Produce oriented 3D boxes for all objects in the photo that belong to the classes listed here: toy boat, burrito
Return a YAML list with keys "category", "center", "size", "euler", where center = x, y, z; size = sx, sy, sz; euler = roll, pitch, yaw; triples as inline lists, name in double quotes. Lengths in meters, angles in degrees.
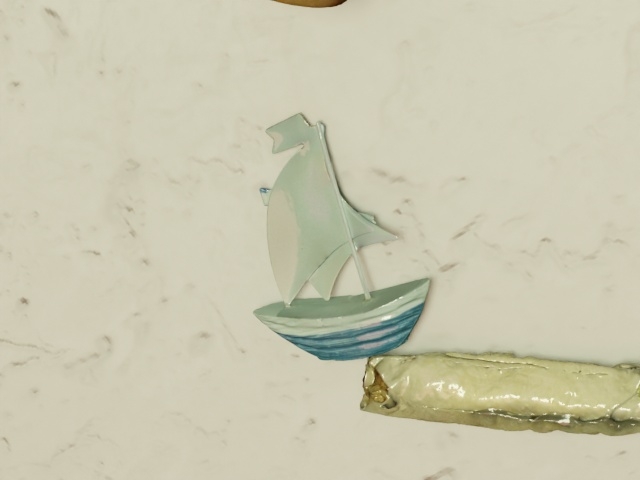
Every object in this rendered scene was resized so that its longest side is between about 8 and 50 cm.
- category: "toy boat"
  center: [-0.006, 0.009, 1.093]
  size: [0.105, 0.034, 0.149]
  euler: [-35, 97, 23]
- category: "burrito"
  center: [0.111, 0.089, 1.086]
  size: [0.185, 0.041, 0.045]
  euler: [4, 69, 17]

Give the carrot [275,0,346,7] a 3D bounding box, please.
- category: "carrot"
  center: [-0.001, -0.270, 0.933]
  size: [0.139, 0.139, 0.302]
  euler: [23, 115, 8]
